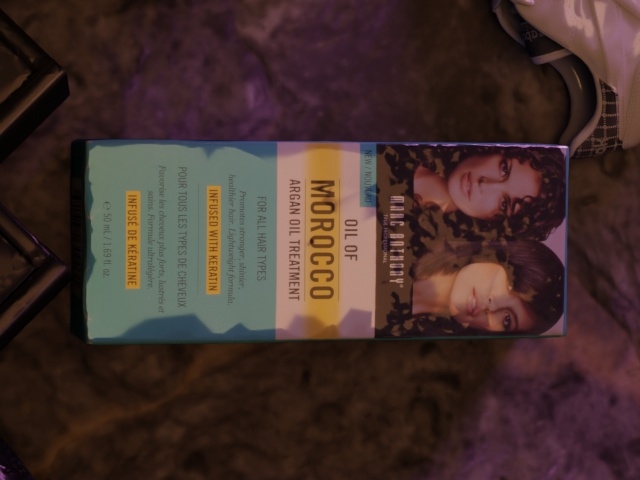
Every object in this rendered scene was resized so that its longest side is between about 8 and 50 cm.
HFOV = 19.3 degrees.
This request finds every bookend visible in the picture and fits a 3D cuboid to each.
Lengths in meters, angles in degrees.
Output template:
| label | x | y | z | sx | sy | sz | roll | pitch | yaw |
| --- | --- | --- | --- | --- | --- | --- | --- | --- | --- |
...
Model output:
| label | x | y | z | sx | sy | sz | roll | pitch | yaw |
| --- | --- | --- | --- | --- | --- | --- | --- | --- | --- |
| bookend | -0.162 | -0.028 | 0.871 | 0.157 | 0.072 | 0.156 | 45 | 82 | 0 |

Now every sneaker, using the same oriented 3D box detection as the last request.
| label | x | y | z | sx | sy | sz | roll | pitch | yaw |
| --- | --- | --- | --- | --- | --- | --- | --- | --- | --- |
| sneaker | 0.123 | -0.158 | 0.954 | 0.095 | 0.090 | 0.235 | -26 | 97 | -3 |

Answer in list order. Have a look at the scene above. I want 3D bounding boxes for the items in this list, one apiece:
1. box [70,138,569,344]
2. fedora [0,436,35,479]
| label | x | y | z | sx | sy | sz | roll | pitch | yaw |
| --- | --- | --- | --- | --- | --- | --- | --- | --- | --- |
| box | 0.000 | 0.000 | 0.937 | 0.244 | 0.060 | 0.100 | -1 | 93 | -15 |
| fedora | -0.258 | 0.166 | 0.810 | 0.334 | 0.334 | 0.152 | 42 | 117 | -13 |
